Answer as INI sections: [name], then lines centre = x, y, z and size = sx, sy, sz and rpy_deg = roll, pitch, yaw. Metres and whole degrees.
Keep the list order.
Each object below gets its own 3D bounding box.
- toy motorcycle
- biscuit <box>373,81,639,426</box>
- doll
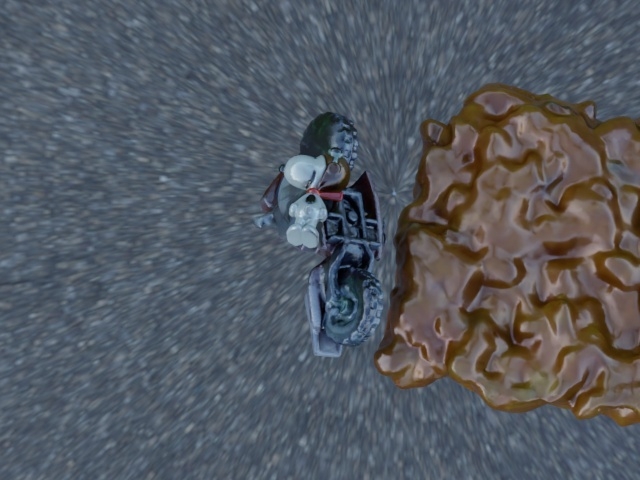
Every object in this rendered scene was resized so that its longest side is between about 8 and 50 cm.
[toy motorcycle]
centre = -0.001, 0.000, 1.323
size = 0.082, 0.122, 0.213
rpy_deg = 7, 60, -29
[biscuit]
centre = 0.221, 0.011, 1.353
size = 0.312, 0.110, 0.318
rpy_deg = 11, 71, 4
[doll]
centre = -0.002, -0.037, 1.248
size = 0.058, 0.040, 0.085
rpy_deg = -7, 56, -1
